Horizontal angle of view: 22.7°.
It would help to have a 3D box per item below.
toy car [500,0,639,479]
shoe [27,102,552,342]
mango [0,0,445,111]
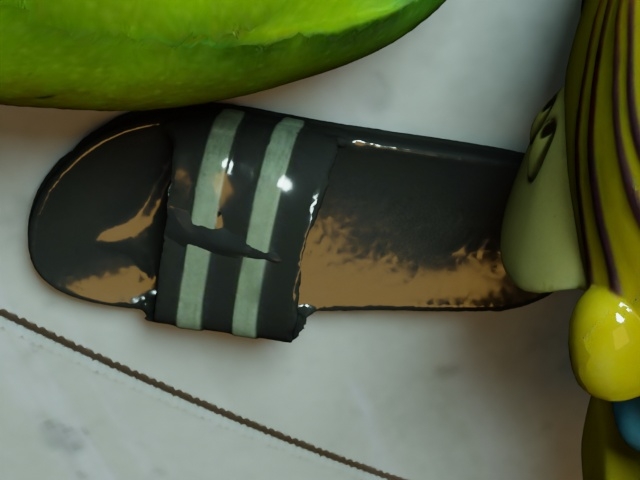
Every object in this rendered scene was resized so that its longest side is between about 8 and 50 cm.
[{"bbox_3d":[0.121,0.000,0.440,0.142,0.200,0.248,-3,118,9],"label":"toy car"},{"bbox_3d":[0.000,0.000,0.494,0.179,0.049,0.071,3,116,-10],"label":"shoe"},{"bbox_3d":[-0.060,-0.087,0.404,0.232,0.125,0.111,-2,106,-33],"label":"mango"}]
